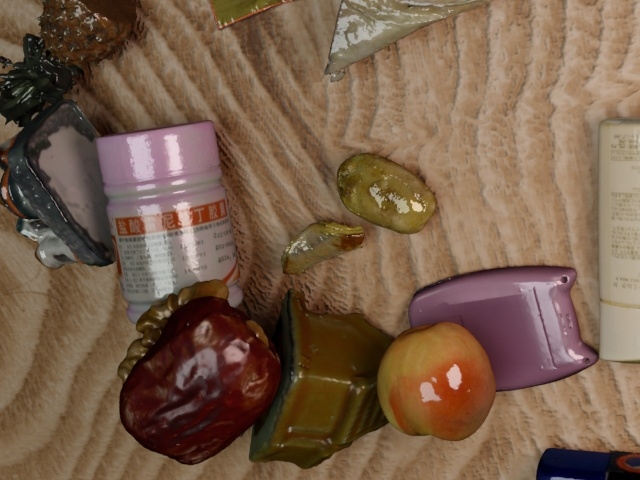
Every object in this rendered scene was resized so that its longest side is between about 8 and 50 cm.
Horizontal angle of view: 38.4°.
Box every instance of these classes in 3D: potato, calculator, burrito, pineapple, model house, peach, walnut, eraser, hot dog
[{"bbox_3d":[0.099,-0.073,1.436,0.170,0.080,0.107,32,126,14],"label":"potato"},{"bbox_3d":[0.265,0.142,1.426,0.294,0.043,0.194,-13,97,29],"label":"calculator"},{"bbox_3d":[0.136,-0.381,1.339,0.347,0.107,0.175,-24,75,25],"label":"burrito"},{"bbox_3d":[-0.467,-0.313,1.613,0.364,0.165,0.166,-39,84,33],"label":"pineapple"},{"bbox_3d":[0.020,0.250,1.512,0.239,0.173,0.268,12,117,-18],"label":"model house"},{"bbox_3d":[0.172,0.210,1.379,0.184,0.184,0.184,6,104,24],"label":"peach"},{"bbox_3d":[-0.198,0.203,1.396,0.244,0.221,0.269,45,97,7],"label":"walnut"},{"bbox_3d":[-0.496,-0.072,1.628,0.300,0.190,0.271,-11,126,36],"label":"model house"},{"bbox_3d":[0.491,0.398,1.347,0.332,0.101,0.155,0,103,26],"label":"eraser"},{"bbox_3d":[0.001,0.000,1.504,0.168,0.078,0.061,-23,51,26],"label":"hot dog"}]

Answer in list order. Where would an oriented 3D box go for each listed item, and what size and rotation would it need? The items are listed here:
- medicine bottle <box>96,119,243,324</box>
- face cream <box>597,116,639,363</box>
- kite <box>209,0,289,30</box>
[{"bbox_3d":[-0.251,-0.032,1.538,0.202,0.202,0.316,-5,100,26],"label":"medicine bottle"},{"bbox_3d":[0.474,0.004,1.275,0.173,0.081,0.349,1,102,24],"label":"face cream"},{"bbox_3d":[-0.108,-0.519,1.469,0.327,0.013,0.378,37,116,14],"label":"kite"}]
